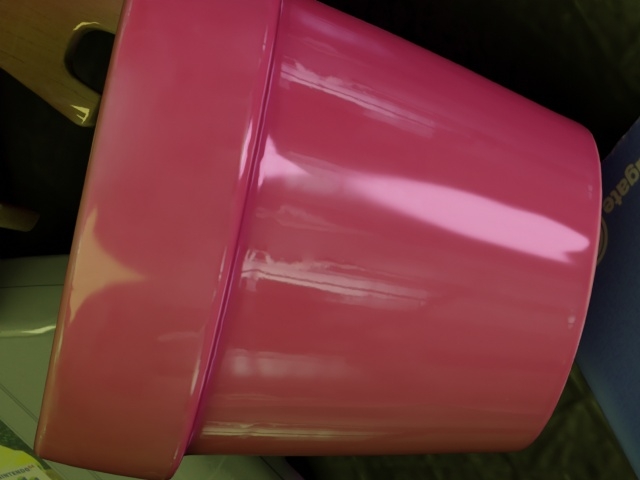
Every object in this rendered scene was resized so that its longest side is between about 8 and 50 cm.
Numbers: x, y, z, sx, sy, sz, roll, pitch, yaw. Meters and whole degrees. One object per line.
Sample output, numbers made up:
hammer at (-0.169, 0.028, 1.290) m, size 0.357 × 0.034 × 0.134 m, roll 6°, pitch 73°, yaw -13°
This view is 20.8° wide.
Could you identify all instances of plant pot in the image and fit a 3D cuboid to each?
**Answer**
plant pot at (0.000, 0.000, 0.655) m, size 0.180 × 0.201 × 0.201 m, roll 12°, pitch 119°, yaw -6°

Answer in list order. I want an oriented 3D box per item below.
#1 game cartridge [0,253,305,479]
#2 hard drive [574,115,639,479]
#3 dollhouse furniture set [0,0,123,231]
game cartridge at (-0.176, 0.105, 0.850) m, size 0.294 × 0.060 × 0.196 m, roll -20°, pitch 123°, yaw 32°
hard drive at (0.196, 0.055, 0.574) m, size 0.210 × 0.040 × 0.319 m, roll -55°, pitch 42°, yaw 33°
dollhouse furniture set at (-0.171, -0.110, 0.642) m, size 0.135 × 0.259 × 0.262 m, roll 27°, pitch 93°, yaw 15°
